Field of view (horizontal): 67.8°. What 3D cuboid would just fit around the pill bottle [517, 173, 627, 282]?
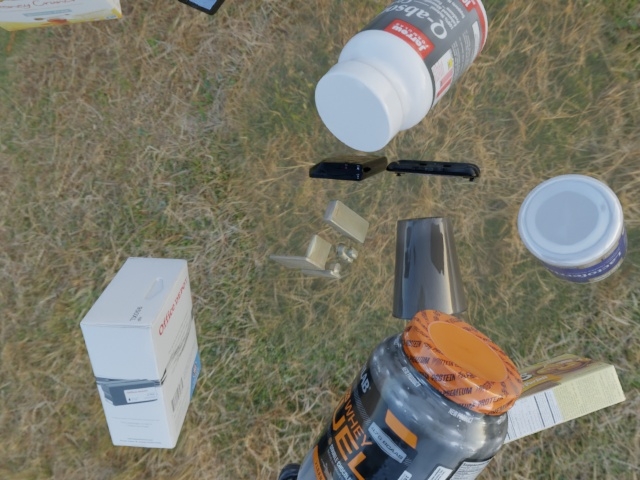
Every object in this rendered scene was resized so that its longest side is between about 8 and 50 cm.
[{"bbox_3d":[0.460,-0.006,0.855,0.153,0.264,0.153,-11,71,33],"label":"pill bottle"}]

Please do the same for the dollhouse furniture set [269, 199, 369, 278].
[{"bbox_3d":[0.000,0.000,1.054,0.123,0.144,0.151,0,65,47],"label":"dollhouse furniture set"}]

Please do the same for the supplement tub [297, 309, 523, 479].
[{"bbox_3d":[0.121,0.280,0.684,0.207,0.207,0.338,30,111,6],"label":"supplement tub"}]

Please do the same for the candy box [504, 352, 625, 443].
[{"bbox_3d":[0.493,0.361,1.104,0.316,0.183,0.088,-18,85,-5],"label":"candy box"}]

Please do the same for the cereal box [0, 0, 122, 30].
[{"bbox_3d":[-0.373,-0.329,0.596,0.172,0.240,0.048,-9,99,-4],"label":"cereal box"}]

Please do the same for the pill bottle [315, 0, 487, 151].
[{"bbox_3d":[0.165,-0.354,0.959,0.210,0.210,0.363,39,64,3],"label":"pill bottle"}]

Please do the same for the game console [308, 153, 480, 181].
[{"bbox_3d":[0.169,-0.159,1.069,0.360,0.213,0.044,7,107,22],"label":"game console"}]

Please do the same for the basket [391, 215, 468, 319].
[{"bbox_3d":[0.257,0.058,1.146,0.204,0.154,0.227,-6,94,-32],"label":"basket"}]

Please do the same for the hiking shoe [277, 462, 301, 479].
[{"bbox_3d":[-0.021,0.478,0.759,0.086,0.114,0.227,-10,70,-9],"label":"hiking shoe"}]

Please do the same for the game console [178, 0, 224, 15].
[{"bbox_3d":[-0.178,-0.463,0.896,0.085,0.144,0.124,46,110,1],"label":"game console"}]

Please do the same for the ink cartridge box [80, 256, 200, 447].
[{"bbox_3d":[-0.434,0.279,1.218,0.166,0.286,0.396,2,119,0],"label":"ink cartridge box"}]
